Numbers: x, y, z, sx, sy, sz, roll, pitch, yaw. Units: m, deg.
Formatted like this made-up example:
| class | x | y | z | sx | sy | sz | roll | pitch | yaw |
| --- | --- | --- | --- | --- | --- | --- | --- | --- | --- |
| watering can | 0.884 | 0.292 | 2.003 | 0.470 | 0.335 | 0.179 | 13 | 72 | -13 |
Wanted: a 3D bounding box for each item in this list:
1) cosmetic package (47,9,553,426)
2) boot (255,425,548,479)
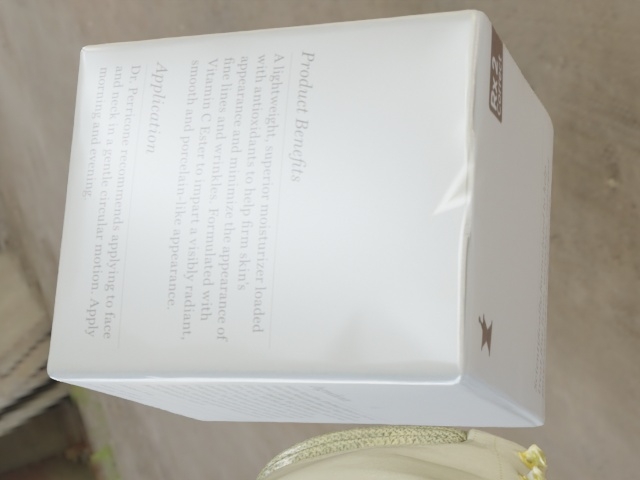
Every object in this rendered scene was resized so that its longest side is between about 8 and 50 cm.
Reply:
| class | x | y | z | sx | sy | sz | roll | pitch | yaw |
| --- | --- | --- | --- | --- | --- | --- | --- | --- | --- |
| cosmetic package | 0.000 | 0.000 | 0.625 | 0.151 | 0.184 | 0.151 | 36 | -124 | -65 |
| boot | 0.061 | 0.100 | 0.372 | 0.165 | 0.213 | 0.077 | 1 | -81 | -75 |
